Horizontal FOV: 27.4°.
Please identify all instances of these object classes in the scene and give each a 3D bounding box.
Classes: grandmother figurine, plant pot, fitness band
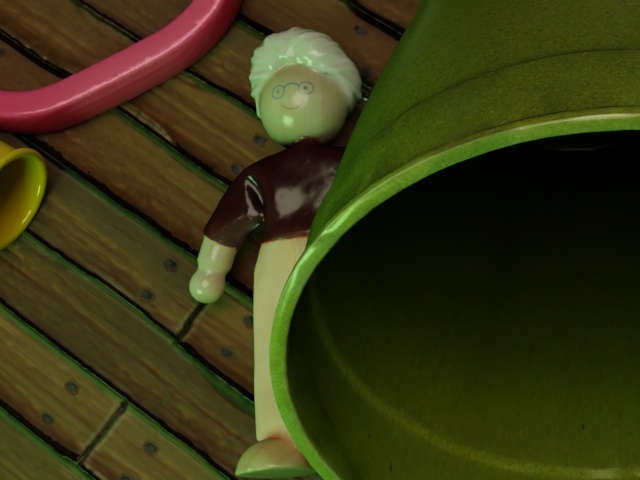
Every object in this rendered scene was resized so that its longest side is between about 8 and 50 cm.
[{"bbox_3d":[0.000,0.000,0.993,0.208,0.104,0.342,-5,74,-1],"label":"grandmother figurine"},{"bbox_3d":[0.173,-0.038,0.831,0.367,0.366,0.353,-1,42,9],"label":"plant pot"},{"bbox_3d":[-0.203,-0.212,1.116,0.291,0.054,0.209,-27,71,1],"label":"fitness band"}]

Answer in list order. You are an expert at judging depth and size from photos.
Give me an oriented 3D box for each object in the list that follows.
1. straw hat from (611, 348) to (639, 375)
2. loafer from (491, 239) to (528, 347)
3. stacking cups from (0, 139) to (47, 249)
[{"bbox_3d":[0.236,0.105,0.938,0.144,0.061,0.144,-3,72,9],"label":"straw hat"},{"bbox_3d":[0.139,0.076,0.962,0.062,0.061,0.170,-4,71,9],"label":"loafer"},{"bbox_3d":[-0.375,-0.106,1.091,0.316,0.096,0.096,31,80,18],"label":"stacking cups"}]
